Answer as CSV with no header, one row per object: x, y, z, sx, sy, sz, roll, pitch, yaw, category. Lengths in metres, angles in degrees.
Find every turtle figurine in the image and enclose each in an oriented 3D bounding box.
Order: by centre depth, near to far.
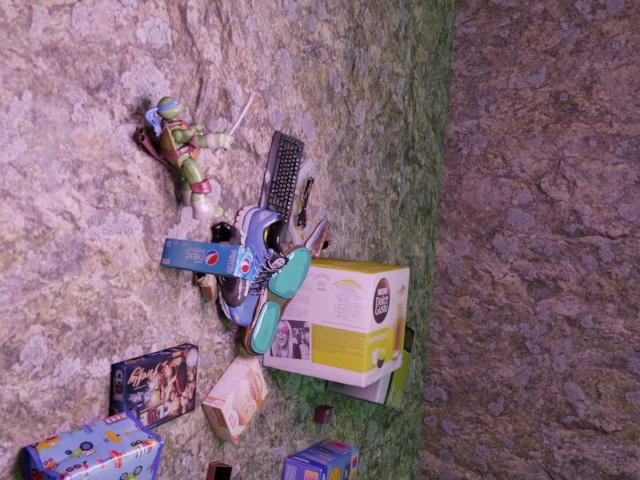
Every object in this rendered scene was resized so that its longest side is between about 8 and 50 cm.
-0.249,-0.201,1.326,0.274,0.197,0.267,-40,135,-49,turtle figurine

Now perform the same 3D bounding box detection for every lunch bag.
-0.452,0.520,1.166,0.220,0.138,0.294,-8,114,-50,lunch bag

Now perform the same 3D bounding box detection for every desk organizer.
-0.282,0.674,1.613,0.047,0.050,0.130,27,72,-62,desk organizer

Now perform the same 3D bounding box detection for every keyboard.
-0.091,-0.146,1.772,0.201,0.033,0.318,18,80,-46,keyboard

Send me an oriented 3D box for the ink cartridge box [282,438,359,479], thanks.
-0.019,0.882,2.079,0.395,0.151,0.270,12,85,-62,ink cartridge box

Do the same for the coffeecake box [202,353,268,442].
-0.232,0.434,1.640,0.185,0.068,0.143,-52,141,-45,coffeecake box

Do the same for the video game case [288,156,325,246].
-0.055,-0.118,1.910,0.206,0.026,0.227,-56,143,-42,video game case

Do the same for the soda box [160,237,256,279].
-0.255,0.041,1.347,0.071,0.209,0.067,26,73,-61,soda box

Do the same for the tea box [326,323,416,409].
0.212,0.472,2.355,0.323,0.219,0.329,41,60,-58,tea box

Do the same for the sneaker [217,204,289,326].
-0.172,0.070,1.589,0.129,0.147,0.330,24,75,-62,sneaker

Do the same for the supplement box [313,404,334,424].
0.014,0.644,2.199,0.083,0.043,0.055,17,81,-64,supplement box

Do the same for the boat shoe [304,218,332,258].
0.000,0.000,1.973,0.183,0.066,0.066,-56,179,-44,boat shoe

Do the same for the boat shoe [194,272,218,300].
-0.292,0.091,1.472,0.045,0.050,0.136,-33,115,-53,boat shoe

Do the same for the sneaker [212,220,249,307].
-0.235,0.052,1.482,0.106,0.078,0.235,49,29,-55,sneaker

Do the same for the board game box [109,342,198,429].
-0.376,0.340,1.363,0.243,0.042,0.165,-5,100,-63,board game box

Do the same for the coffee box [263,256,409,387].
0.060,0.233,1.870,0.337,0.337,0.335,0,96,-64,coffee box

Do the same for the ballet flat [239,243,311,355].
-0.141,0.163,1.695,0.116,0.124,0.343,31,73,-31,ballet flat
